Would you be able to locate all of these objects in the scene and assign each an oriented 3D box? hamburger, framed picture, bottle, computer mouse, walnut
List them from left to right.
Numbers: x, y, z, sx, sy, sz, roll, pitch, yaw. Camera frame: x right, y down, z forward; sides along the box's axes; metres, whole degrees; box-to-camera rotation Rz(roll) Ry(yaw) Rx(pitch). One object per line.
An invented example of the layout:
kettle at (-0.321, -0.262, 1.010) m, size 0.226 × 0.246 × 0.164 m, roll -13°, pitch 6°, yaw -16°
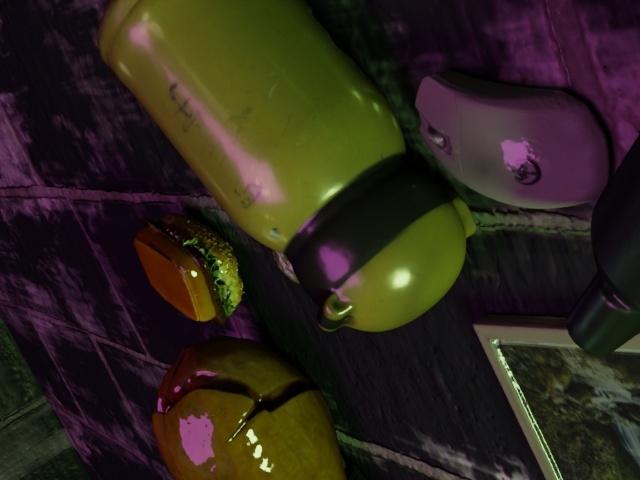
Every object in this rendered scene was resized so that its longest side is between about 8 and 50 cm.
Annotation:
hamburger at (-0.163, 0.033, 1.299) m, size 0.166 × 0.087 × 0.137 m, roll 32°, pitch 144°, yaw 43°
walnut at (-0.072, 0.268, 1.282) m, size 0.209 × 0.209 × 0.336 m, roll 5°, pitch 133°, yaw 58°
bottle at (-0.019, -0.081, 0.852) m, size 0.351 × 0.171 × 0.171 m, roll 52°, pitch 153°, yaw 8°
computer mouse at (0.124, -0.074, 0.741) m, size 0.181 × 0.056 × 0.089 m, roll 27°, pitch 136°, yaw 47°
framed picture at (0.268, 0.165, 0.789) m, size 0.324 × 0.020 × 0.241 m, roll -3°, pitch 117°, yaw 60°

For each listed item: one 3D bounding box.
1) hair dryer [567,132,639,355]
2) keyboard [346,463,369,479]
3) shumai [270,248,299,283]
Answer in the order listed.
hair dryer at (0.290, 0.038, 0.542) m, size 0.302 × 0.116 × 0.244 m, roll 40°, pitch 152°, yaw 18°
keyboard at (0.047, 0.366, 1.380) m, size 0.067 × 0.011 × 0.202 m, roll 48°, pitch 151°, yaw 21°
shumai at (0.000, 0.000, 1.010) m, size 0.083 × 0.082 × 0.080 m, roll 36°, pitch 153°, yaw -9°
